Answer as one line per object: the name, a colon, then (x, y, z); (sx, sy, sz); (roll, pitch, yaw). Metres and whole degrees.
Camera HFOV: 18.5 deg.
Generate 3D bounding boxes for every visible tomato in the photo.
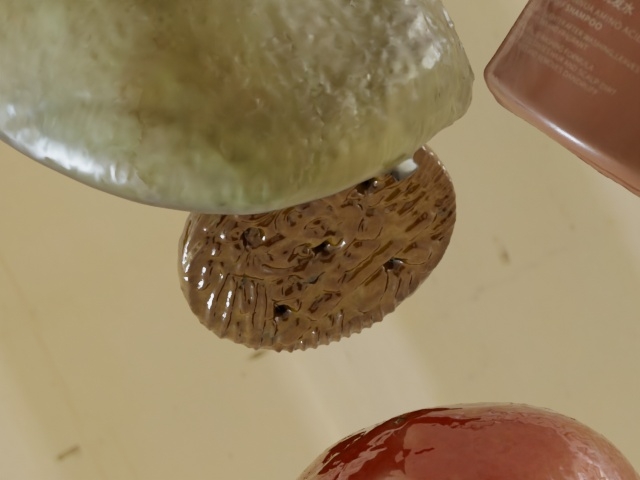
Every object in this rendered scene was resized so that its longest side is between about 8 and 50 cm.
tomato: (0.064, 0.180, 1.004); (0.232, 0.189, 0.232); (-17, 180, 0)

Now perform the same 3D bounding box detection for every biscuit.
biscuit: (0.001, 0.001, 1.242); (0.187, 0.188, 0.027); (-24, -134, -2)

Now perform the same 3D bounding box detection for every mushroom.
mushroom: (-0.030, -0.145, 1.115); (0.217, 0.212, 0.292); (26, -155, 29)

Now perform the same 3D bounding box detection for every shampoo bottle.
shampoo bottle: (0.142, -0.127, 0.575); (0.244, 0.085, 0.085); (-60, -142, 9)
